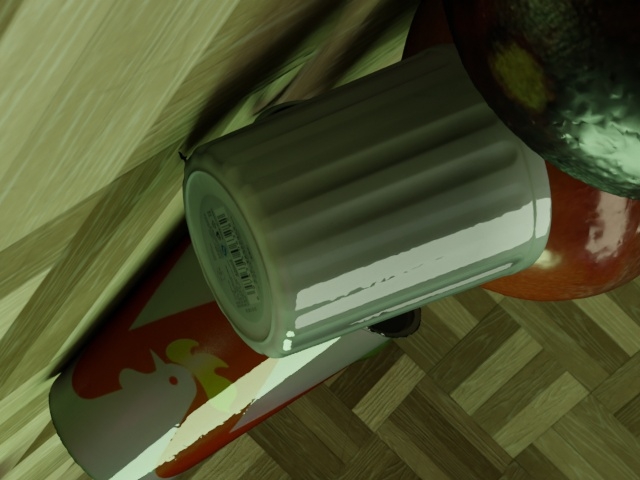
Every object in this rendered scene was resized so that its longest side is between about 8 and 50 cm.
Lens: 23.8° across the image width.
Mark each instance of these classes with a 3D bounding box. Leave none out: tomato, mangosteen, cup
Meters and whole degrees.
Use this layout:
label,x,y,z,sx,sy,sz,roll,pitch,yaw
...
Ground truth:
label,x,y,z,sx,sy,sz,roll,pitch,yaw
tomato,0.191,-0.122,1.287,0.341,0.272,0.341,-44,142,-50
mangosteen,0.213,-0.174,0.925,0.306,0.306,0.359,-45,-169,-5
cup,-0.084,0.083,1.269,0.288,0.203,0.203,-40,178,23
cup,0.016,-0.022,1.036,0.202,0.167,0.221,-22,-175,-22

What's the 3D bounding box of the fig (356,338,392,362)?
label,x,y,z,sx,sy,sz,roll,pitch,yaw
fig,-0.008,0.034,1.631,0.203,0.203,0.225,122,-25,-71
